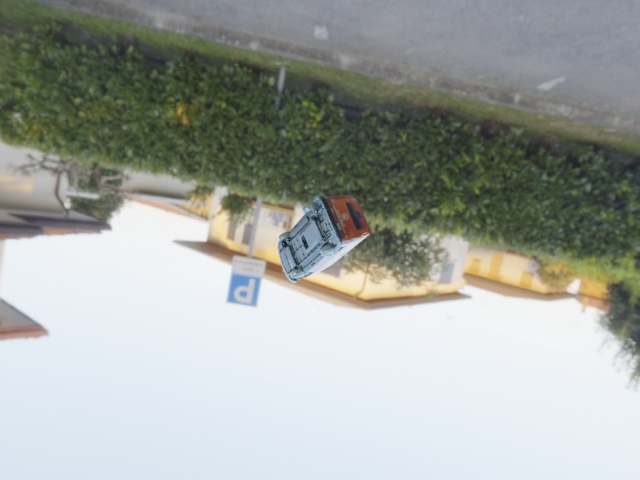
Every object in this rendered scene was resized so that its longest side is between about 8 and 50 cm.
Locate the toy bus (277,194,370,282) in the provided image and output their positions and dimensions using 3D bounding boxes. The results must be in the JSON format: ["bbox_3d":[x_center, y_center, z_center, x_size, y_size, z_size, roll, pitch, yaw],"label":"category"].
[{"bbox_3d":[0.000,0.000,1.144,0.119,0.121,0.265,-14,163,-31],"label":"toy bus"}]
